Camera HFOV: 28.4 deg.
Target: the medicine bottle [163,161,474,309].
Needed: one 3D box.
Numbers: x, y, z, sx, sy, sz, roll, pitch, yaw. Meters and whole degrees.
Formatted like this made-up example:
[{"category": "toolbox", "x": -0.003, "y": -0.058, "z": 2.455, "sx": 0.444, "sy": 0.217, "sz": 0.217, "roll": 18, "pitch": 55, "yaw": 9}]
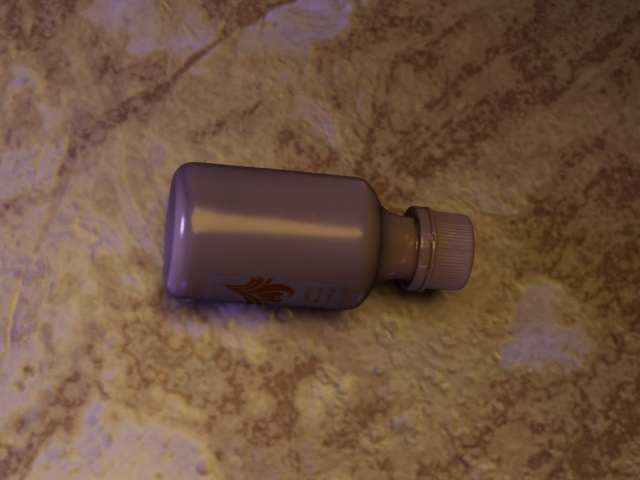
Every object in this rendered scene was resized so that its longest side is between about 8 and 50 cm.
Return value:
[{"category": "medicine bottle", "x": 0.000, "y": 0.000, "z": 1.049, "sx": 0.252, "sy": 0.114, "sz": 0.114, "roll": 4, "pitch": 71, "yaw": -11}]
